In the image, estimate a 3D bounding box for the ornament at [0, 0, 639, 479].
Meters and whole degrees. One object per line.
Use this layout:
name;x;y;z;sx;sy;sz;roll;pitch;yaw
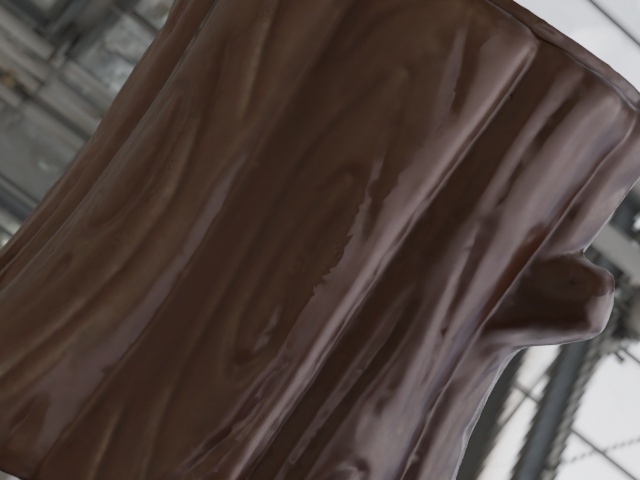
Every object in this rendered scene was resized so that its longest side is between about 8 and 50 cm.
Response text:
ornament;0.000;0.000;0.554;0.221;0.235;0.217;38;-80;29
